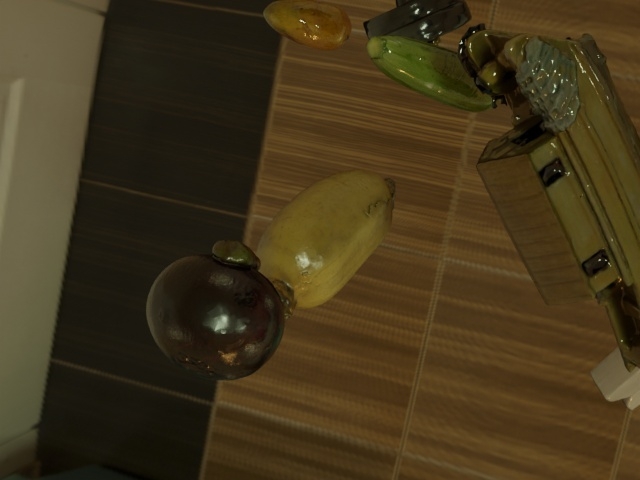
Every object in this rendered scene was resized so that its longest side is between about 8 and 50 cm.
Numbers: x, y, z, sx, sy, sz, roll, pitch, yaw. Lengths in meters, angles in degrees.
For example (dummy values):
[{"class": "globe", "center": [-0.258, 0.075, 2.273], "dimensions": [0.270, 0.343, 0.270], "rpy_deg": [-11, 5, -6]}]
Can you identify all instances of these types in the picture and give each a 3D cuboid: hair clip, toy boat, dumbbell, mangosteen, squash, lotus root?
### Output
[{"class": "hair clip", "center": [0.565, 0.135, 1.451], "dimensions": [0.331, 0.101, 0.085], "rpy_deg": [-48, 40, 22]}, {"class": "toy boat", "center": [0.278, -0.026, 0.996], "dimensions": [0.162, 0.136, 0.445], "rpy_deg": [-36, 112, -7]}, {"class": "dumbbell", "center": [0.121, -0.464, 1.594], "dimensions": [0.185, 0.185, 0.388], "rpy_deg": [-21, 101, 16]}, {"class": "mangosteen", "center": [-0.104, 0.069, 0.990], "dimensions": [0.152, 0.152, 0.152], "rpy_deg": [1, 95, 15]}, {"class": "squash", "center": [0.139, -0.200, 1.124], "dimensions": [0.066, 0.201, 0.066], "rpy_deg": [-26, 57, 49]}, {"class": "lotus root", "center": [-0.002, -0.003, 1.328], "dimensions": [0.130, 0.303, 0.146], "rpy_deg": [24, 140, 27]}]

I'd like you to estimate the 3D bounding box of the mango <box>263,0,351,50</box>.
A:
[{"class": "mango", "center": [-0.017, -0.397, 1.731], "dimensions": [0.115, 0.165, 0.089], "rpy_deg": [38, 114, 40]}]
